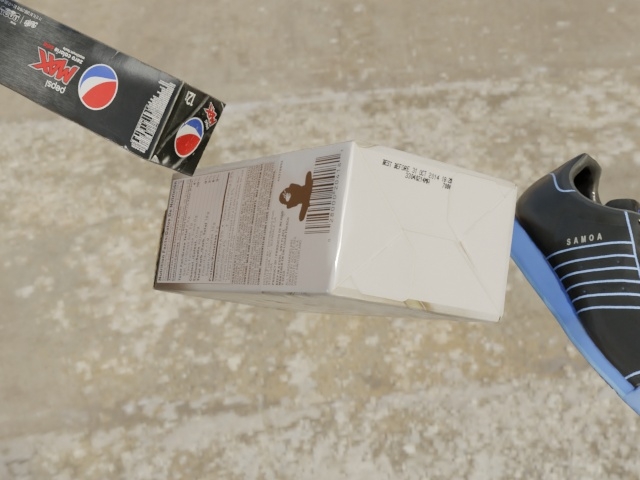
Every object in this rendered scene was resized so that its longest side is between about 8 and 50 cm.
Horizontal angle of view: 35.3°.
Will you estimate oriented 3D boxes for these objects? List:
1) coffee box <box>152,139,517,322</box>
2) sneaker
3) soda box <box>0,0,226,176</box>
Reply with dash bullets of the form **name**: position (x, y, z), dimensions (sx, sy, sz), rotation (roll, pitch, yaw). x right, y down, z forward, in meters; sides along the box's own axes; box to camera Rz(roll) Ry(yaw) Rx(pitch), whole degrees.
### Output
- **coffee box**: position (0.000, 0.000, 0.721), dimensions (0.141, 0.098, 0.246), rotation (12, -8, -33)
- **sneaker**: position (0.207, 0.034, 0.677), dimensions (0.090, 0.081, 0.232), rotation (-45, 50, 16)
- **soda box**: position (-0.148, -0.101, 0.644), dimensions (0.169, 0.053, 0.060), rotation (28, 4, 22)
